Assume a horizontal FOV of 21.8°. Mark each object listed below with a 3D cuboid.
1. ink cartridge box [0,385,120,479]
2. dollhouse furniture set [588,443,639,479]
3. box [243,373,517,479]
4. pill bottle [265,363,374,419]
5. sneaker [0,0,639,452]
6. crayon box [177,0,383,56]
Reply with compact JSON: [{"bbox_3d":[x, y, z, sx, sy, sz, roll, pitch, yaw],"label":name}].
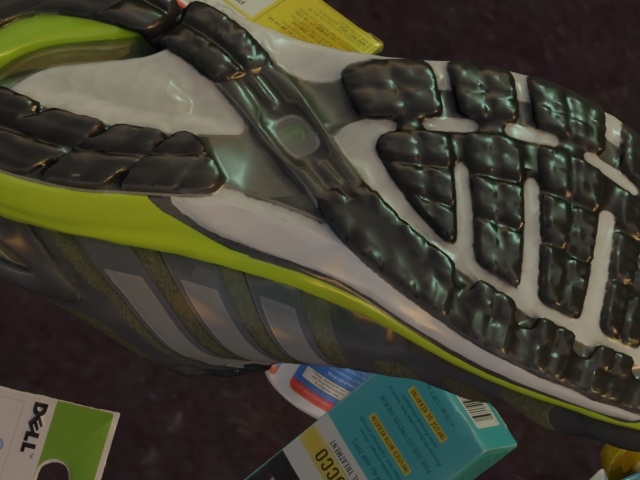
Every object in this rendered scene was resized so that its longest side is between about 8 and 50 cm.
[{"bbox_3d":[-0.301,0.209,1.349,0.255,0.097,0.189,12,71,9],"label":"ink cartridge box"},{"bbox_3d":[0.109,0.281,1.035,0.303,0.286,0.198,-35,38,-16],"label":"dollhouse furniture set"},{"bbox_3d":[0.023,0.184,1.259,0.244,0.060,0.100,-42,69,23],"label":"box"},{"bbox_3d":[0.047,0.074,1.713,0.124,0.124,0.221,40,104,31],"label":"pill bottle"},{"bbox_3d":[0.000,0.000,0.561,0.299,0.121,0.111,21,58,2],"label":"sneaker"},{"bbox_3d":[-0.121,-0.117,1.268,0.202,0.318,0.081,38,134,12],"label":"crayon box"}]
